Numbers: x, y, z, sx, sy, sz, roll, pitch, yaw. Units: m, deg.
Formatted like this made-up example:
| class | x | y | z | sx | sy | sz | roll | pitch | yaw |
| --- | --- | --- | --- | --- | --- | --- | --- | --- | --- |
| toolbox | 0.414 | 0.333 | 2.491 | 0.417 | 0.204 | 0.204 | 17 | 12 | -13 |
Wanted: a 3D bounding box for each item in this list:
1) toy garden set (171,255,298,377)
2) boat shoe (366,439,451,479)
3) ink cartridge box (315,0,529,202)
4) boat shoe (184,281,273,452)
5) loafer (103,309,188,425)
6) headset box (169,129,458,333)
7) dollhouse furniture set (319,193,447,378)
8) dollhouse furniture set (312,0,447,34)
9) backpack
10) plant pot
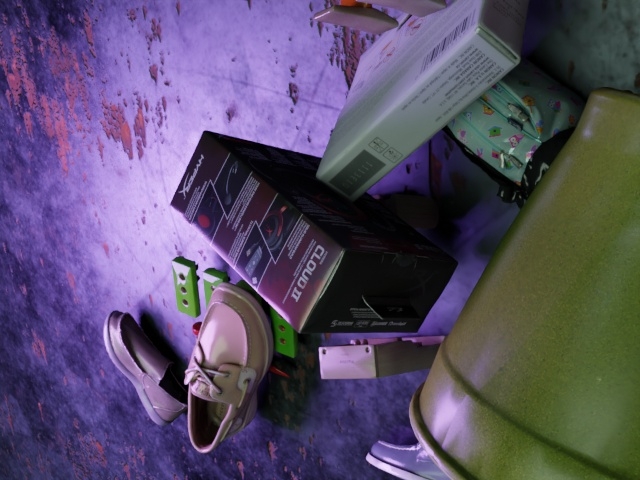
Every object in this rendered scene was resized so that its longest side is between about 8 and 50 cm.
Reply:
| class | x | y | z | sx | sy | sz | roll | pitch | yaw |
| --- | --- | --- | --- | --- | --- | --- | --- | --- | --- |
| toy garden set | -0.133 | 0.140 | 1.413 | 0.244 | 0.049 | 0.203 | 19 | 128 | 27 |
| boat shoe | 0.203 | 0.321 | 1.207 | 0.320 | 0.116 | 0.099 | 1 | 69 | 47 |
| ink cartridge box | 0.116 | -0.200 | 0.926 | 0.060 | 0.238 | 0.275 | 34 | 137 | -16 |
| boat shoe | -0.159 | 0.220 | 1.370 | 0.122 | 0.110 | 0.341 | 25 | 131 | 22 |
| loafer | -0.326 | 0.237 | 1.612 | 0.087 | 0.094 | 0.251 | -23 | 106 | 20 |
| headset box | 0.000 | 0.000 | 0.972 | 0.293 | 0.218 | 0.110 | 40 | 111 | 35 |
| dollhouse furniture set | 0.081 | 0.062 | 1.159 | 0.212 | 0.161 | 0.242 | -9 | 83 | 43 |
| dollhouse furniture set | 0.068 | -0.367 | 0.827 | 0.259 | 0.135 | 0.261 | -4 | 87 | 55 |
| backpack | 0.218 | -0.129 | 0.921 | 0.182 | 0.152 | 0.115 | 47 | 124 | 26 |
| plant pot | 0.307 | 0.056 | 0.767 | 0.367 | 0.366 | 0.352 | 24 | 107 | 30 |
